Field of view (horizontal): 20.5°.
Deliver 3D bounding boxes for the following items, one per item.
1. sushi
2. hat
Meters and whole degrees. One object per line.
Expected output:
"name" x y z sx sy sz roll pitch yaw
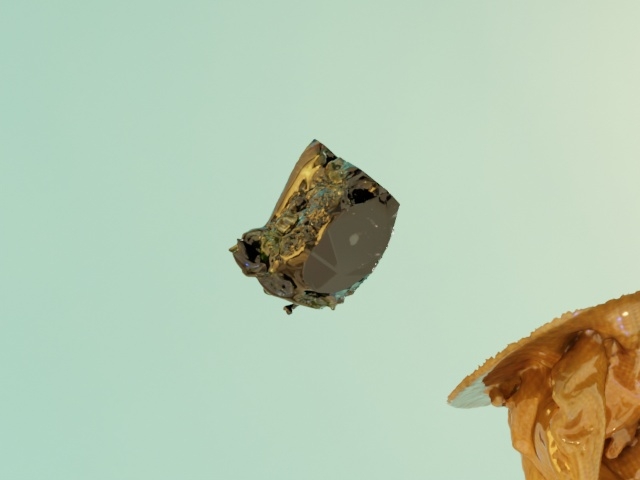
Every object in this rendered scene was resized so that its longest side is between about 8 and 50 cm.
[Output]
"sushi" 0.000 0.000 0.972 0.084 0.083 0.056 -47 117 -5
"hat" 0.250 0.171 1.309 0.244 0.233 0.233 -19 73 -7
